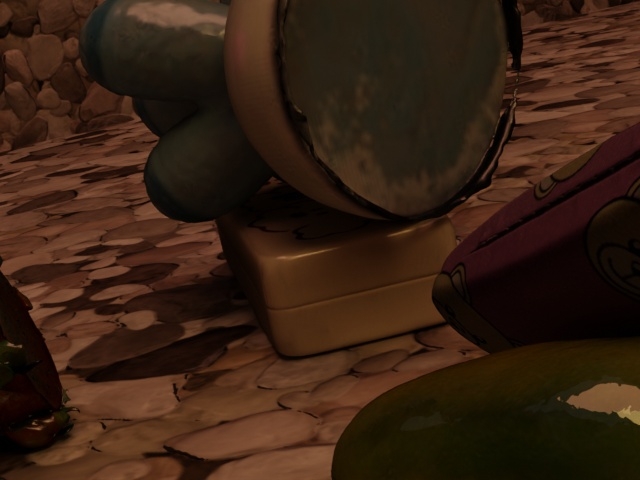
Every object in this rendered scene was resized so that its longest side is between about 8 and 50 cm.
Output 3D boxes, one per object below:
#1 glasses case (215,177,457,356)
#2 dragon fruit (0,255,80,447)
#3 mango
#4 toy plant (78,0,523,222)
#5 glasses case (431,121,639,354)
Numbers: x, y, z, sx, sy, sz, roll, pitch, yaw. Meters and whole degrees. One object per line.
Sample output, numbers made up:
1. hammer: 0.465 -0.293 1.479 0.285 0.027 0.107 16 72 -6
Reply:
1. glasses case: 0.000 0.000 0.930 0.144 0.076 0.336 -13 14 -10
2. dragon fruit: -0.220 0.079 0.738 0.175 0.138 0.142 -27 -17 22
3. mango: 0.105 0.082 0.498 0.191 0.085 0.122 0 18 29
4. toy plant: -0.040 -0.125 0.867 0.247 0.247 0.332 -22 14 -39
5. glasses case: 0.157 0.009 0.532 0.123 0.076 0.316 25 -22 -12
